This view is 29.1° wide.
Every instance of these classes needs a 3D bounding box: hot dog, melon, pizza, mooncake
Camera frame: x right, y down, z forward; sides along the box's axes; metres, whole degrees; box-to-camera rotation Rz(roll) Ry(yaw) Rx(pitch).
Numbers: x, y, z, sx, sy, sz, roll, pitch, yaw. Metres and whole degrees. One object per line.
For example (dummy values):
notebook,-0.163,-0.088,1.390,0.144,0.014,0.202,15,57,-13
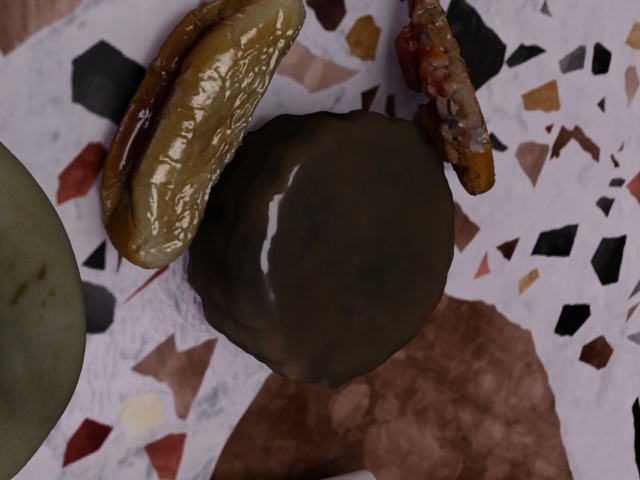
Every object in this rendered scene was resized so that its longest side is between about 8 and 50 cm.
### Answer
hot dog,-0.097,-0.097,0.923,0.073,0.084,0.243,30,86,-41
melon,-0.276,0.035,0.718,0.308,0.271,0.272,34,83,-33
pizza,0.103,-0.127,1.062,0.053,0.201,0.193,-17,83,6
mooncake,0.000,0.000,1.009,0.228,0.124,0.228,-11,107,-37

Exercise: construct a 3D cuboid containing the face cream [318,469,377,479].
face cream,-0.098,0.308,1.057,0.348,0.081,0.174,-5,108,-37
